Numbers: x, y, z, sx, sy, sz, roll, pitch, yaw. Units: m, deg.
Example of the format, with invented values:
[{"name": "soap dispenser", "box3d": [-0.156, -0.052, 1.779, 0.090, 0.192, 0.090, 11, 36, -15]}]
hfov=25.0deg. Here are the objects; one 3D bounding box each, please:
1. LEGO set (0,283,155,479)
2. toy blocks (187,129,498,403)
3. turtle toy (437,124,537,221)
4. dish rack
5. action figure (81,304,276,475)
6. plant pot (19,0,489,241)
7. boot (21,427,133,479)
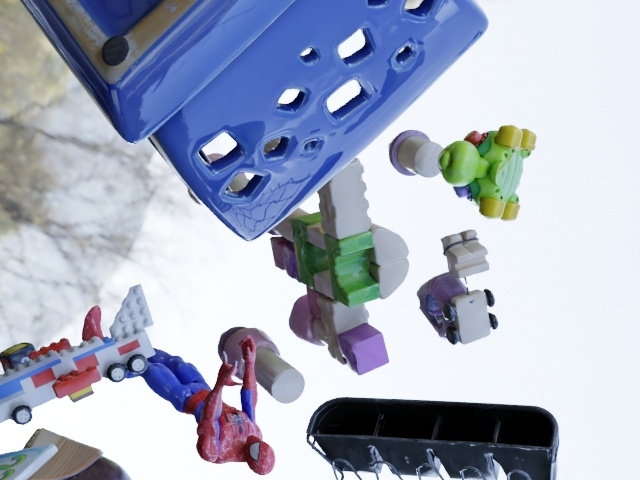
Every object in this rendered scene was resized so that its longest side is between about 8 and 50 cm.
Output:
[{"name": "LEGO set", "box3d": [-0.212, 0.101, 0.877, 0.182, 0.060, 0.244, -14, -167, 26]}, {"name": "toy blocks", "box3d": [0.000, 0.000, 1.714, 0.260, 0.309, 0.288, 29, -48, 61]}, {"name": "turtle toy", "box3d": [0.160, -0.071, 1.410, 0.130, 0.066, 0.095, 3, 102, -64]}, {"name": "dish rack", "box3d": [0.070, 0.253, 1.107, 0.208, 0.074, 0.271, -1, -130, 23]}, {"name": "action figure", "box3d": [-0.126, 0.124, 1.467, 0.280, 0.091, 0.139, 40, -60, 35]}, {"name": "plant pot", "box3d": [-0.066, -0.175, 0.953, 0.236, 0.212, 0.236, -42, -117, 9]}, {"name": "boot", "box3d": [-0.226, 0.301, 1.384, 0.090, 0.207, 0.248, -49, -171, 30]}]
